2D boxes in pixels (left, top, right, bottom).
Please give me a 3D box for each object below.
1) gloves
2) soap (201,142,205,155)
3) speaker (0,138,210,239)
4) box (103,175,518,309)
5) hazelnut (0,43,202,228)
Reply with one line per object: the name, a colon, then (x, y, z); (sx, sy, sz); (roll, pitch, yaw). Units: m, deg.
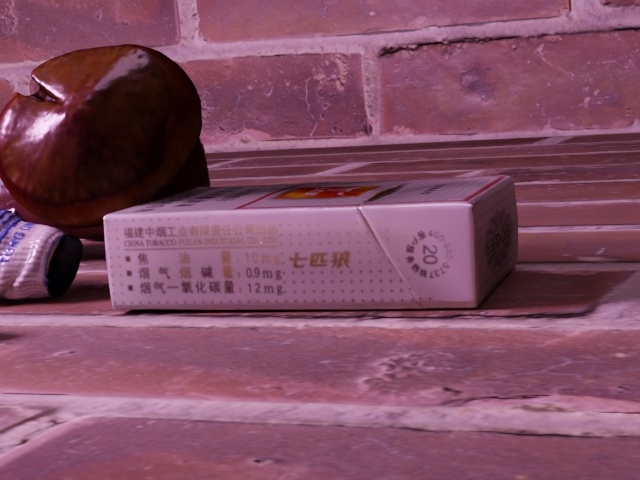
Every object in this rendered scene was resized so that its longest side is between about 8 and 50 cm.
gloves: (-0.342, 0.006, 1.273); (0.229, 0.097, 0.119); (2, 47, 24)
soap: (-0.236, -0.071, 1.716); (0.183, 0.121, 0.064); (-10, 9, -41)
speaker: (-0.300, -0.094, 1.515); (0.329, 0.259, 0.198); (-3, -22, 32)
box: (0.000, 0.000, 1.178); (0.330, 0.095, 0.210); (0, 9, 18)
hazelnut: (-0.208, -0.096, 1.254); (0.204, 0.178, 0.178); (-40, 13, -5)
